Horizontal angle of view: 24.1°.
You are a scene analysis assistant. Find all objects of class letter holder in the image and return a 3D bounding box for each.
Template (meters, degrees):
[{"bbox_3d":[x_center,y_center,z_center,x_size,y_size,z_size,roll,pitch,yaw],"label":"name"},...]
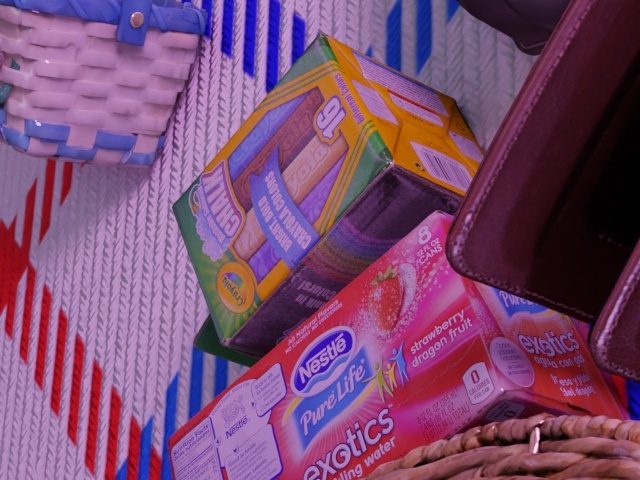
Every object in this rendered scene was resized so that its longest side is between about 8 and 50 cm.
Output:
[{"bbox_3d":[0.226,-0.059,0.674,0.302,0.214,0.152,-59,40,12],"label":"letter holder"}]

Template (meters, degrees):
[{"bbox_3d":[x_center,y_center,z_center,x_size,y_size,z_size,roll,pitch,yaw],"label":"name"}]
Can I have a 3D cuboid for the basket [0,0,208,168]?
[{"bbox_3d":[-0.208,-0.215,1.246,0.255,0.201,0.289,20,100,52],"label":"basket"}]

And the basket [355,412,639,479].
[{"bbox_3d":[0.123,0.226,0.724,0.299,0.223,0.213,-22,39,44],"label":"basket"}]

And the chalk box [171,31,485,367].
[{"bbox_3d":[0.000,0.000,0.973,0.213,0.132,0.132,-46,45,24],"label":"chalk box"}]

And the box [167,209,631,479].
[{"bbox_3d":[0.039,0.117,0.884,0.257,0.122,0.128,-42,47,29],"label":"box"}]

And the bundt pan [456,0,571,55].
[{"bbox_3d":[0.148,-0.268,0.853,0.331,0.124,0.331,-1,88,38],"label":"bundt pan"}]
